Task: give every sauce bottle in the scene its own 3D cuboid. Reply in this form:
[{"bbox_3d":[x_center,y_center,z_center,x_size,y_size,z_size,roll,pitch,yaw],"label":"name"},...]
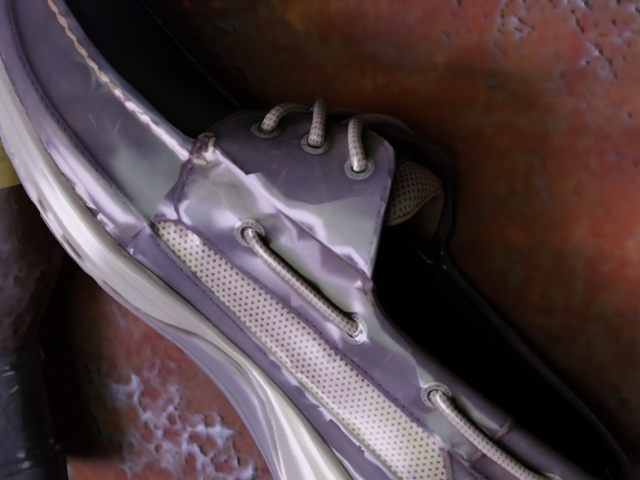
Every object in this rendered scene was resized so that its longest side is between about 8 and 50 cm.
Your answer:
[{"bbox_3d":[-0.181,-0.038,0.837,0.111,0.111,0.344,-2,101,32],"label":"sauce bottle"}]

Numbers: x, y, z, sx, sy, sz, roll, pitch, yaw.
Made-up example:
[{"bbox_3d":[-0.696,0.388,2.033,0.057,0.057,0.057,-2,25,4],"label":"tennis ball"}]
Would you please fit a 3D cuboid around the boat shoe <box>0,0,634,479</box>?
[{"bbox_3d":[0.000,0.000,0.743,0.130,0.132,0.355,-39,91,23],"label":"boat shoe"}]
